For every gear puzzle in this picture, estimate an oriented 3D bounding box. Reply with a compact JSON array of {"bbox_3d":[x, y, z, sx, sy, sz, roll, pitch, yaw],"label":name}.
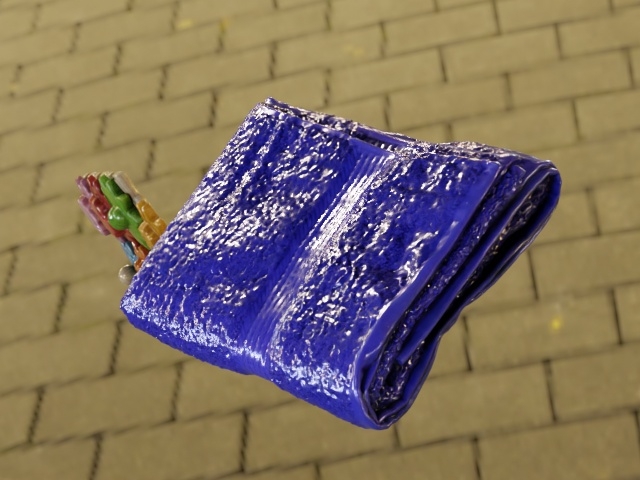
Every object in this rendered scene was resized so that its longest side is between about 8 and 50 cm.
[{"bbox_3d":[-0.176,0.010,1.868,0.044,0.175,0.339,-37,11,-11],"label":"gear puzzle"}]

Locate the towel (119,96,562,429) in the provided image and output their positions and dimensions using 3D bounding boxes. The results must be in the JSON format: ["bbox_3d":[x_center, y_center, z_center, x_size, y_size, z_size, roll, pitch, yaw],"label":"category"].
[{"bbox_3d":[0.000,0.000,1.345,0.308,0.076,0.228,16,61,51],"label":"towel"}]
